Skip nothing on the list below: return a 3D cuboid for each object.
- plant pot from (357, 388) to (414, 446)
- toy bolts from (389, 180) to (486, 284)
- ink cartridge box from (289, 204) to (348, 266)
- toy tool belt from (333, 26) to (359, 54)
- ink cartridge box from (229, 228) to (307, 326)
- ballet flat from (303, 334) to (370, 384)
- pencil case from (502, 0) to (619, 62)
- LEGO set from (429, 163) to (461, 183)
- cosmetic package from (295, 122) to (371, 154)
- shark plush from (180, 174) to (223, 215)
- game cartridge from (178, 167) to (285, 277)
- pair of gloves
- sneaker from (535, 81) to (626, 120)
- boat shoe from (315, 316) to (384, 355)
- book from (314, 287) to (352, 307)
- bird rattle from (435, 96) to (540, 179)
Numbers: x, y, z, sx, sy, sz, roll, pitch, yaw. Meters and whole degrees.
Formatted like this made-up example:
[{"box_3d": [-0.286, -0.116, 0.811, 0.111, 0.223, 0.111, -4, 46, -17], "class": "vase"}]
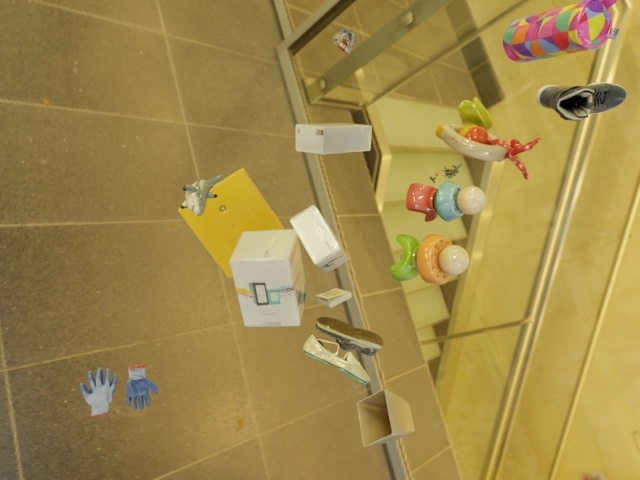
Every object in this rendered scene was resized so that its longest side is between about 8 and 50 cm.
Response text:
[{"box_3d": [0.167, 0.440, 1.229, 0.096, 0.109, 0.109, 19, 47, -31], "class": "plant pot"}, {"box_3d": [0.280, -0.010, 1.072, 0.218, 0.159, 0.228, 19, 77, -42], "class": "toy bolts"}, {"box_3d": [0.000, 0.000, 1.528, 0.160, 0.093, 0.219, 59, 3, 14], "class": "ink cartridge box"}, {"box_3d": [0.055, -0.419, 1.034, 0.052, 0.051, 0.083, 34, 20, -12], "class": "toy tool belt"}, {"box_3d": [-0.167, 0.124, 1.691, 0.198, 0.197, 0.270, -78, 164, -59], "class": "ink cartridge box"}, {"box_3d": [0.042, 0.261, 1.112, 0.168, 0.057, 0.052, 26, 82, 5], "class": "ballet flat"}, {"box_3d": [0.492, -0.435, 1.046, 0.105, 0.236, 0.104, -4, 103, -19], "class": "pencil case"}, {"box_3d": [0.316, -0.163, 1.250, 0.023, 0.083, 0.054, 58, 26, -26], "class": "LEGO set"}, {"box_3d": [0.043, -0.309, 1.512, 0.231, 0.117, 0.085, -17, 114, -45], "class": "cosmetic package"}, {"box_3d": [-0.299, -0.118, 1.290, 0.067, 0.073, 0.161, 25, 30, 4], "class": "shark plush"}, {"box_3d": [-0.313, -0.060, 1.847, 0.323, 0.285, 0.052, 57, 6, -19], "class": "game cartridge"}, {"box_3d": [-0.549, 0.410, 1.377, 0.198, 0.023, 0.159, -4, 116, -22], "class": "pair of gloves"}, {"box_3d": [0.692, -0.355, 1.275, 0.163, 0.226, 0.086, -86, 174, -68], "class": "sneaker"}, {"box_3d": [0.082, 0.296, 1.504, 0.224, 0.073, 0.080, 20, 18, -15], "class": "boat shoe"}, {"box_3d": [0.048, 0.214, 1.894, 0.096, 0.144, 0.035, -19, 97, -20], "class": "book"}, {"box_3d": [0.404, -0.237, 1.256, 0.207, 0.143, 0.253, -9, 48, -32], "class": "bird rattle"}]
